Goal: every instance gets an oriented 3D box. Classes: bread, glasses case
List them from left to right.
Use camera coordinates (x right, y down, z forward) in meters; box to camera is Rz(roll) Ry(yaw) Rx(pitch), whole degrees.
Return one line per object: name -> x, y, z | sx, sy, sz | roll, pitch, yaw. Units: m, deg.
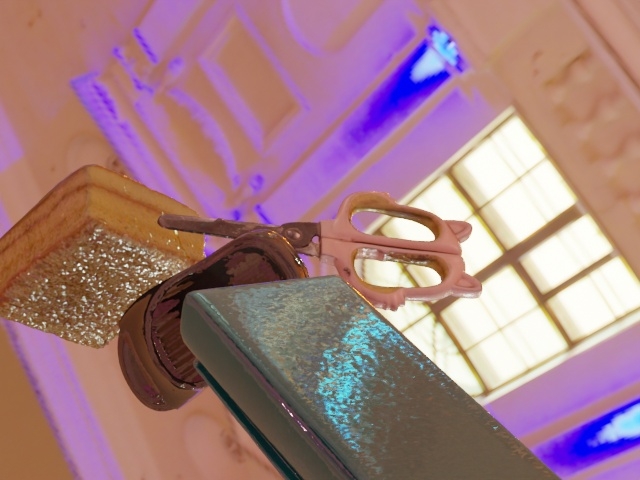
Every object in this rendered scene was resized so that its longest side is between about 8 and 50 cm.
bread -> -0.272, 0.020, 1.464 | 0.184, 0.234, 0.111 | 25, -136, -38
glasses case -> 0.038, 0.122, 0.668 | 0.117, 0.070, 0.301 | -4, -148, -34

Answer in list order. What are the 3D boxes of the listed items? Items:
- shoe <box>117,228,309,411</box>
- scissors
shoe -> -0.117, 0.080, 1.103 | 0.108, 0.241, 0.093 | 53, -148, 1
scissors -> 0.000, 0.000, 1.193 | 0.317, 0.024, 0.160 | 7, -135, -9
